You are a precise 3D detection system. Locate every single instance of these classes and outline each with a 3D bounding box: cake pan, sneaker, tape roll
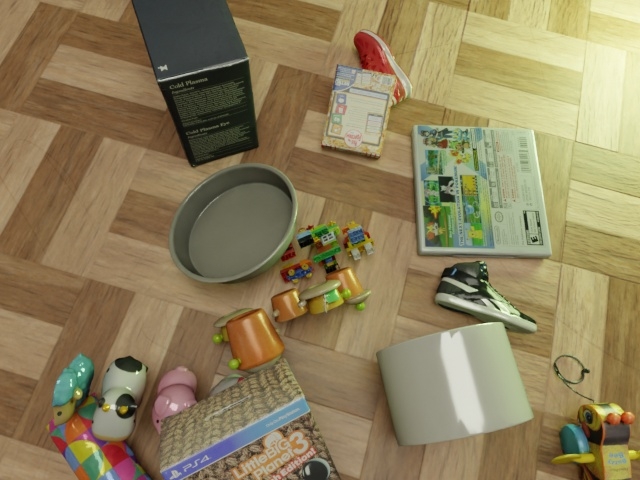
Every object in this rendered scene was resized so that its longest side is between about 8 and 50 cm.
[{"bbox_3d":[-0.179,-0.033,1.034,0.293,0.054,0.293,-9,57,15],"label":"cake pan"},{"bbox_3d":[0.121,-0.424,1.223,0.128,0.087,0.221,-31,73,-14],"label":"sneaker"},{"bbox_3d":[0.238,0.261,0.893,0.246,0.246,0.169,-11,71,-7],"label":"tape roll"},{"bbox_3d":[0.363,0.110,1.040,0.216,0.079,0.121,19,72,6],"label":"sneaker"}]

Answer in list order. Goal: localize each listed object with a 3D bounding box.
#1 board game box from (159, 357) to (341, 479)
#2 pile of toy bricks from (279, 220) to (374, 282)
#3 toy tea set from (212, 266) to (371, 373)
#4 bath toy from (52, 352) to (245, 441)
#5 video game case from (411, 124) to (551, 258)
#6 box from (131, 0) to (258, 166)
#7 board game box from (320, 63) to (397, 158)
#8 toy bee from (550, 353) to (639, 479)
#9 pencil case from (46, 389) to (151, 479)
[{"bbox_3d":[-0.095,0.392,0.813,0.232,0.141,0.291,-25,107,-11],"label":"board game box"},{"bbox_3d":[0.000,0.000,1.063,0.212,0.118,0.105,-22,40,-1],"label":"pile of toy bricks"},{"bbox_3d":[-0.043,0.163,0.960,0.336,0.200,0.124,-21,92,-12],"label":"toy tea set"},{"bbox_3d":[-0.278,0.282,0.877,0.348,0.129,0.151,10,54,-17],"label":"bath toy"},{"bbox_3d":[0.370,-0.119,1.149,0.300,0.036,0.329,2,71,-2],"label":"video game case"},{"bbox_3d":[-0.276,-0.400,1.075,0.179,0.312,0.343,-19,72,-9],"label":"box"},{"bbox_3d":[0.090,-0.306,1.163,0.146,0.045,0.194,12,92,1],"label":"board game box"},{"bbox_3d":[0.517,0.371,0.911,0.195,0.162,0.298,-23,73,-9],"label":"toy bee"},{"bbox_3d":[-0.397,0.393,0.895,0.104,0.104,0.236,-36,76,-14],"label":"pencil case"}]
